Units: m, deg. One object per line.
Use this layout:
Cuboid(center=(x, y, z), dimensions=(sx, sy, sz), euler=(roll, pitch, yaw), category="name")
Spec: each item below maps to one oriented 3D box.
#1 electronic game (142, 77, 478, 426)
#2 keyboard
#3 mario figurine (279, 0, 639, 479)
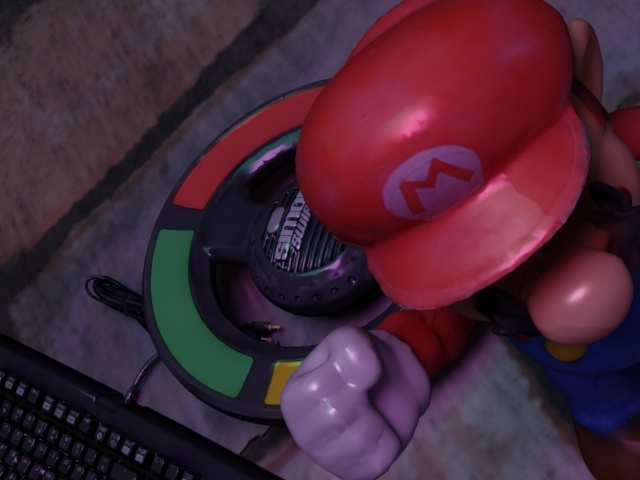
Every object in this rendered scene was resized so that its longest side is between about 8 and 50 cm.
Cuboid(center=(0.000, 0.000, 0.826), dimensions=(0.229, 0.048, 0.229), euler=(-13, 55, 20), category="electronic game")
Cuboid(center=(-0.135, 0.116, 0.896), dimensions=(0.317, 0.033, 0.201), euler=(19, 80, 39), category="keyboard")
Cuboid(center=(0.110, 0.026, 0.575), dimensions=(0.170, 0.320, 0.198), euler=(8, 73, 38), category="mario figurine")
